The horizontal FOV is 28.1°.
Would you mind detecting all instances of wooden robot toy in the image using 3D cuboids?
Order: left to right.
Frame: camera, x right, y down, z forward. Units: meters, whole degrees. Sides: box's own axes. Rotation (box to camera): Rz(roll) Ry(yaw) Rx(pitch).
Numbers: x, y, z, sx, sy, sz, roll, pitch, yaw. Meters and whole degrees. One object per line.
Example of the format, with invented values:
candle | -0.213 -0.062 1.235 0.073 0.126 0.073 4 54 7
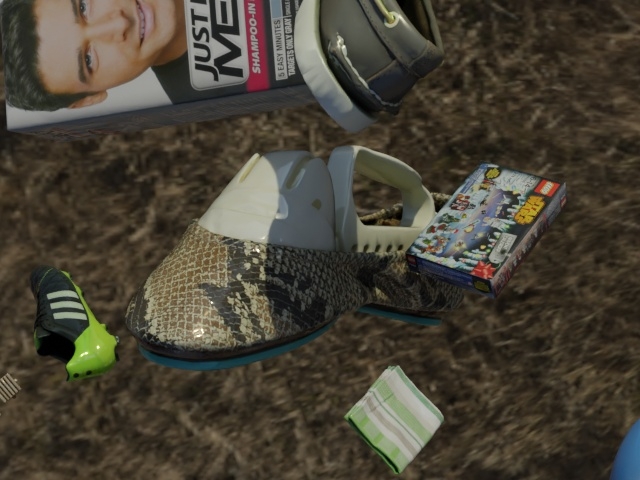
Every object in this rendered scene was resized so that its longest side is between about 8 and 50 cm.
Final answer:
wooden robot toy | -0.453 0.225 1.592 0.076 0.173 0.079 66 166 3

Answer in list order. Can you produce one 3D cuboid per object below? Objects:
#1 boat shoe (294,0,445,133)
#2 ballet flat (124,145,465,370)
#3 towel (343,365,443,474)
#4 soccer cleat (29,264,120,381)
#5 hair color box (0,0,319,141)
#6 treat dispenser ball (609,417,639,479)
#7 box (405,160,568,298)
boat shoe | 0.038 -0.210 0.971 0.091 0.109 0.305 -29 41 26
ballet flat | 0.000 0.000 1.177 0.164 0.483 0.182 16 100 31
towel | 0.107 0.247 1.782 0.113 0.152 0.023 45 125 4
soccer cleat | -0.280 0.084 1.362 0.179 0.072 0.060 42 139 40
hair color box | -0.169 -0.228 1.422 0.374 0.113 0.185 -6 86 22
treat dispenser ball | 0.482 0.307 1.490 0.288 0.288 0.288 4 98 33
box | 0.154 -0.013 1.177 0.094 0.137 0.027 19 144 34
